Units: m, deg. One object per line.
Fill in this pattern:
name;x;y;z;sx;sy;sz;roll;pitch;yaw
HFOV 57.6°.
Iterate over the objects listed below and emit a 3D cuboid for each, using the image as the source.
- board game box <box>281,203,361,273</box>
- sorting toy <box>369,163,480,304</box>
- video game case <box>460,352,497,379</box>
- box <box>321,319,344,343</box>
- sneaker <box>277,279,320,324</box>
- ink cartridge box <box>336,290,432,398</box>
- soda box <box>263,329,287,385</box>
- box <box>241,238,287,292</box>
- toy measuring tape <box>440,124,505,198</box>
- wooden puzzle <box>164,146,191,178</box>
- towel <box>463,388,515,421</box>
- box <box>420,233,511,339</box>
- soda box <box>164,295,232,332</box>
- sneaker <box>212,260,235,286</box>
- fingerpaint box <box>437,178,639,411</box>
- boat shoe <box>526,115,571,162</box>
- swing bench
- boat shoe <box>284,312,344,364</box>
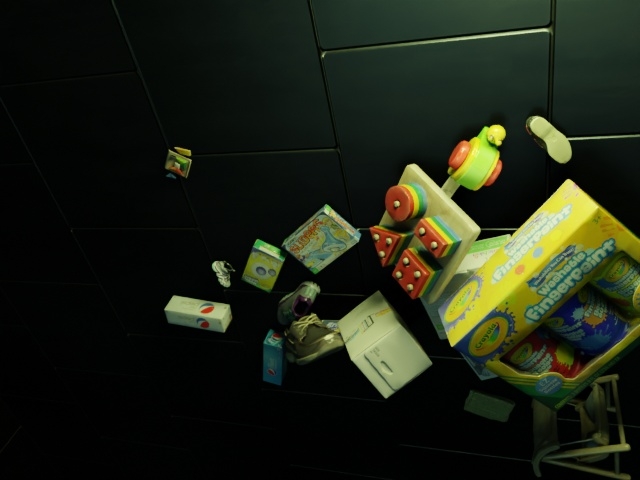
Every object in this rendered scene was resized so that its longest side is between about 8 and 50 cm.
board game box;0.000;0.000;1.665;0.136;0.035;0.201;40;129;-13
sorting toy;0.228;-0.009;1.440;0.255;0.089;0.257;52;139;32
video game case;0.519;0.340;1.758;0.173;0.022;0.190;-24;116;33
box;0.079;0.292;1.854;0.168;0.059;0.054;-2;123;21
sneaker;-0.087;0.216;1.827;0.083;0.098;0.224;32;130;-7
ink cartridge box;0.178;0.294;1.672;0.168;0.233;0.171;-38;110;5
soda box;-0.156;0.408;2.026;0.071;0.067;0.210;14;130;10
box;-0.178;0.088;1.796;0.105;0.043;0.179;25;133;0
toy measuring tape;0.332;-0.136;1.387;0.121;0.121;0.330;28;131;-4
wooden puzzle;-0.406;-0.217;1.653;0.078;0.014;0.116;21;131;3
towel;0.550;0.538;1.902;0.148;0.027;0.110;15;130;9
box;0.410;0.132;1.563;0.261;0.127;0.231;-14;120;29
soda box;-0.416;0.251;1.989;0.216;0.074;0.069;7;129;15
sneaker;-0.297;0.106;1.854;0.069;0.038;0.098;-11;123;28
fingerpaint box;0.570;0.147;1.375;0.371;0.163;0.445;33;112;-19
boat shoe;0.511;-0.227;1.299;0.133;0.042;0.049;42;104;-16
swing bench;0.738;0.532;1.681;0.254;0.253;0.165;-5;125;22
boat shoe;-0.043;0.295;1.760;0.355;0.132;0.130;-29;80;65
